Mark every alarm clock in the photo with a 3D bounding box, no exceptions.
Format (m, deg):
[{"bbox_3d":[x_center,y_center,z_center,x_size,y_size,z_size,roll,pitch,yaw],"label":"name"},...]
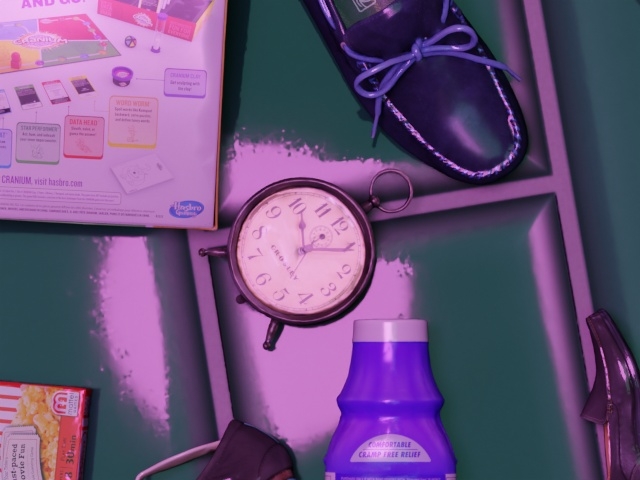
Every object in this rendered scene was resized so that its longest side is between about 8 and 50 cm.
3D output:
[{"bbox_3d":[0.000,0.000,1.741,0.192,0.064,0.129,-34,85,2],"label":"alarm clock"}]

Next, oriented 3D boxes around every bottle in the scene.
[{"bbox_3d":[0.061,0.210,1.709,0.118,0.092,0.283,1,86,1],"label":"bottle"}]

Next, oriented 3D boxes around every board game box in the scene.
[{"bbox_3d":[-0.200,-0.173,1.711,0.242,0.064,0.316,4,100,-5],"label":"board game box"},{"bbox_3d":[-0.307,0.196,1.747,0.193,0.045,0.146,4,86,2],"label":"board game box"}]

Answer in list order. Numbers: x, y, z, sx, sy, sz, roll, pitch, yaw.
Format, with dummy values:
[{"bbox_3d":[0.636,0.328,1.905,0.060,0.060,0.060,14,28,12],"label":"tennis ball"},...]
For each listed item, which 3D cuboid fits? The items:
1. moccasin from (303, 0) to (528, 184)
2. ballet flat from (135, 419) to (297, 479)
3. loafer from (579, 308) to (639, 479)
[{"bbox_3d":[0.053,-0.188,1.726,0.138,0.117,0.342,-41,86,-1],"label":"moccasin"},{"bbox_3d":[-0.149,0.260,1.721,0.280,0.095,0.096,-38,76,-11],"label":"ballet flat"},{"bbox_3d":[0.257,0.145,1.725,0.061,0.062,0.170,-17,84,5],"label":"loafer"}]
